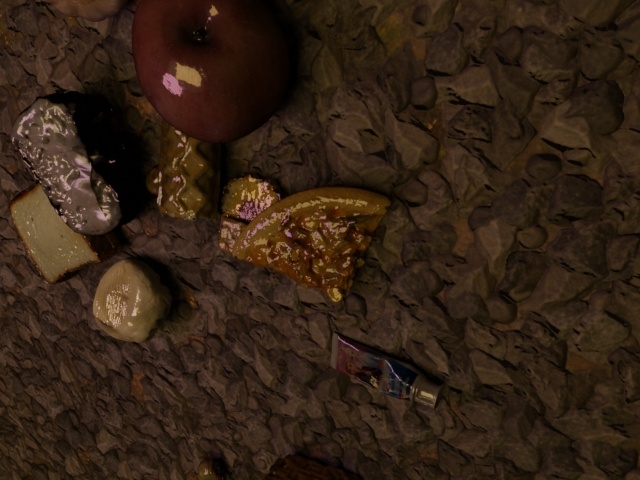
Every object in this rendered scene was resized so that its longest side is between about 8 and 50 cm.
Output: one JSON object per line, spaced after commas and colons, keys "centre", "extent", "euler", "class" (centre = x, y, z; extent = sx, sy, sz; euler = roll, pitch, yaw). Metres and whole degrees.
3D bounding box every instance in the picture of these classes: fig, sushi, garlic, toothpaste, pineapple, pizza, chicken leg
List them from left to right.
{"centre": [-0.498, -0.593, 1.174], "extent": [0.219, 0.219, 0.212], "euler": [-29, 53, 33], "class": "garlic"}
{"centre": [-0.533, -0.187, 1.305], "extent": [0.234, 0.207, 0.348], "euler": [-16, 106, 20], "class": "sushi"}
{"centre": [-0.360, -0.133, 1.307], "extent": [0.084, 0.082, 0.098], "euler": [-31, 114, 3], "class": "fig"}
{"centre": [-0.312, 0.686, 1.591], "extent": [0.093, 0.070, 0.178], "euler": [26, 126, 11], "class": "chicken leg"}
{"centre": [-0.147, -0.054, 1.240], "extent": [0.221, 0.047, 0.221], "euler": [8, 108, 26], "class": "pineapple"}
{"centre": [-0.026, -0.023, 1.126], "extent": [0.268, 0.087, 0.257], "euler": [23, 115, 3], "class": "pizza"}
{"centre": [0.135, 0.287, 1.214], "extent": [0.266, 0.061, 0.096], "euler": [18, 117, 28], "class": "toothpaste"}

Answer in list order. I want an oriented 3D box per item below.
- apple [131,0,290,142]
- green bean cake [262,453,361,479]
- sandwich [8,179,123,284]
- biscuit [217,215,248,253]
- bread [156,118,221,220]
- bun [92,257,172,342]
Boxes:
{"centre": [-0.197, -0.336, 1.017], "extent": [0.306, 0.235, 0.305], "euler": [0, 86, -6], "class": "apple"}
{"centre": [-0.036, 0.624, 1.323], "extent": [0.224, 0.230, 0.131], "euler": [9, 106, 22], "class": "green bean cake"}
{"centre": [-0.691, -0.038, 1.492], "extent": [0.301, 0.099, 0.271], "euler": [-20, 94, 39], "class": "sandwich"}
{"centre": [-0.191, -0.006, 1.240], "extent": [0.081, 0.018, 0.083], "euler": [21, 114, 23], "class": "biscuit"}
{"centre": [-0.282, -0.175, 1.203], "extent": [0.152, 0.130, 0.267], "euler": [28, 116, 57], "class": "bread"}
{"centre": [-0.474, 0.160, 1.439], "extent": [0.229, 0.145, 0.229], "euler": [-11, 72, 38], "class": "bun"}
